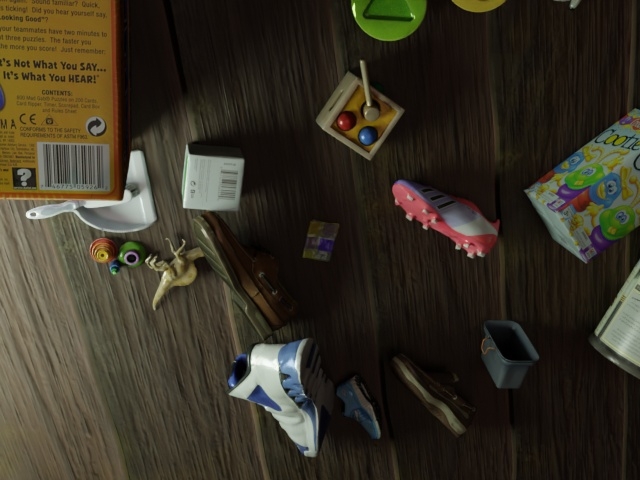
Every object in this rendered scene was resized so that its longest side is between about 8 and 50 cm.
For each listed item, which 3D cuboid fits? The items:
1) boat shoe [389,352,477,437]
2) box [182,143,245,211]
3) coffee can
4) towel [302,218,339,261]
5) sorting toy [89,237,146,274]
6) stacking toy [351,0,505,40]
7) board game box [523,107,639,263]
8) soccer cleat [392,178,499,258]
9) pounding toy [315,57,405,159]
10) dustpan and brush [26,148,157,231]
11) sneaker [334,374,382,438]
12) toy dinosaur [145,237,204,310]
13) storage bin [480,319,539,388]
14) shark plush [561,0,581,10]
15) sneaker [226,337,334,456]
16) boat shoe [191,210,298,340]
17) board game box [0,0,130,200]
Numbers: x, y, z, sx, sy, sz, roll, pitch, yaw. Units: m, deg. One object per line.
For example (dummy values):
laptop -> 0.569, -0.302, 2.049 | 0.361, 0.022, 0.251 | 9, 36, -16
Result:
boat shoe -> 0.247, 0.311, 1.599 | 0.095, 0.095, 0.257 | -46, 120, -7
box -> -0.192, -0.113, 1.332 | 0.102, 0.087, 0.101 | 4, 109, -13
coffee can -> 0.724, 0.146, 1.564 | 0.201, 0.201, 0.275 | 22, 105, -19
towel -> 0.000, 0.000, 1.460 | 0.060, 0.009, 0.083 | 11, 108, -17
sorting toy -> -0.374, 0.032, 1.376 | 0.102, 0.042, 0.061 | 10, 109, -16
stacking toy -> 0.159, -0.510, 1.270 | 0.279, 0.130, 0.309 | -23, 114, 26
board game box -> 0.570, -0.110, 1.464 | 0.275, 0.144, 0.142 | -37, 113, 3
soccer cleat -> 0.247, -0.059, 1.462 | 0.248, 0.083, 0.095 | 34, 72, -17
pounding toy -> 0.074, -0.238, 1.332 | 0.130, 0.100, 0.141 | 30, 102, -21
dustpan and brush -> -0.407, -0.071, 1.318 | 0.211, 0.060, 0.147 | -10, 113, -8
sneaker -> 0.082, 0.361, 1.602 | 0.073, 0.063, 0.162 | -22, 111, 16
toy dinosaur -> -0.280, 0.057, 1.400 | 0.092, 0.053, 0.183 | 39, 99, -24
storage bin -> 0.385, 0.245, 1.576 | 0.098, 0.135, 0.091 | 2, 120, -13
shark plush -> 0.479, -0.494, 1.346 | 0.067, 0.073, 0.161 | 43, 104, 7
sneaker -> -0.084, 0.296, 1.504 | 0.182, 0.127, 0.315 | 6, 136, 19
boat shoe -> -0.136, 0.050, 1.396 | 0.104, 0.111, 0.307 | -36, 131, -13
board game box -> -0.457, -0.278, 1.065 | 0.356, 0.356, 0.356 | 0, 111, -12
